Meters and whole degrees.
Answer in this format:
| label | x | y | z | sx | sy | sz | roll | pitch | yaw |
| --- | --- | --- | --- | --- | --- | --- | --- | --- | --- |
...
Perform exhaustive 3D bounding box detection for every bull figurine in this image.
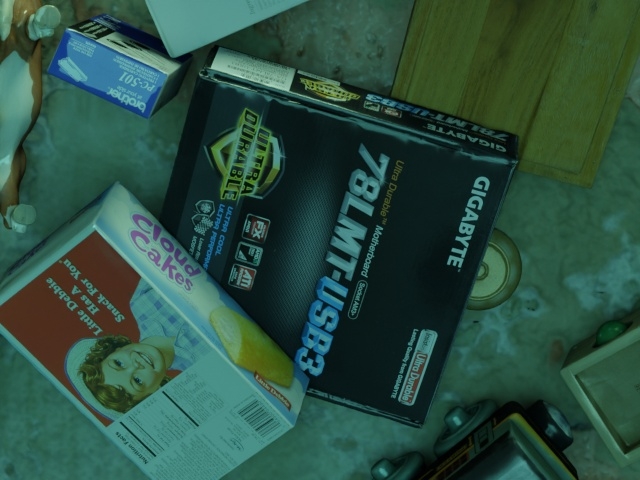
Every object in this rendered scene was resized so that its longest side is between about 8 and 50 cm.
| label | x | y | z | sx | sy | sz | roll | pitch | yaw |
| --- | --- | --- | --- | --- | --- | --- | --- | --- | --- |
| bull figurine | -0.300 | -0.156 | 1.790 | 0.101 | 0.188 | 0.310 | 0 | 107 | -17 |

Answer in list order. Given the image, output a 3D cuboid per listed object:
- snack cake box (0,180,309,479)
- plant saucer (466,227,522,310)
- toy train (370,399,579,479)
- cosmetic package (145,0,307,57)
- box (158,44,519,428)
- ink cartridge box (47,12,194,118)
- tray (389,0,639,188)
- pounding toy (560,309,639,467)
| label | x | y | z | sx | sy | sz | roll | pitch | yaw |
| --- | --- | --- | --- | --- | --- | --- | --- | --- | --- |
| snack cake box | -0.156 | 0.097 | 1.792 | 0.152 | 0.089 | 0.264 | -36 | 107 | 26 |
| plant saucer | 0.150 | 0.027 | 1.871 | 0.083 | 0.015 | 0.083 | 0 | 100 | 3 |
| toy train | 0.098 | 0.274 | 1.825 | 0.334 | 0.190 | 0.142 | -39 | 95 | 8 |
| cosmetic package | -0.050 | -0.262 | 1.768 | 0.231 | 0.117 | 0.085 | -22 | 122 | 2 |
| box | 0.000 | 0.000 | 1.808 | 0.293 | 0.073 | 0.296 | 18 | 117 | 0 |
| ink cartridge box | -0.175 | -0.158 | 1.758 | 0.097 | 0.207 | 0.046 | 25 | 100 | -1 |
| tray | 0.197 | -0.248 | 1.706 | 0.202 | 0.076 | 0.411 | 14 | 126 | 0 |
| pounding toy | 0.306 | 0.110 | 1.847 | 0.130 | 0.100 | 0.141 | -31 | 94 | 21 |
